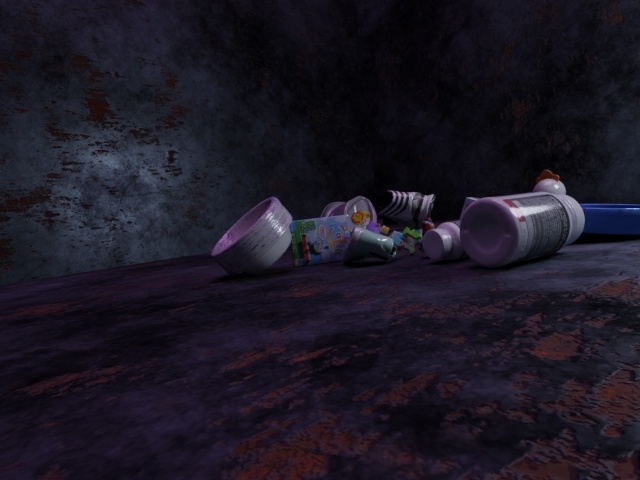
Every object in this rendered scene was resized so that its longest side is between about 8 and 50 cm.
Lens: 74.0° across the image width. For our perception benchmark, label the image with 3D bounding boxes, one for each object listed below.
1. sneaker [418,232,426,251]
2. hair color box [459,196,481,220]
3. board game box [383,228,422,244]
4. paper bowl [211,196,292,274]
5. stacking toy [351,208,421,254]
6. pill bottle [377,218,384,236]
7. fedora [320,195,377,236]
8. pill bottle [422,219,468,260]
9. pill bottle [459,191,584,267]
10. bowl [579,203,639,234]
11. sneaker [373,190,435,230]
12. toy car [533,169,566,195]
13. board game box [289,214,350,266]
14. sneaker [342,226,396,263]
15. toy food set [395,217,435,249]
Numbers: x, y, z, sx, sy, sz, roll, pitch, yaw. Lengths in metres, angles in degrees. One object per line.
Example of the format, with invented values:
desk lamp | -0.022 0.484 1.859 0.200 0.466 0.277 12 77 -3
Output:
sneaker | 0.395 0.017 1.337 0.098 0.083 0.223 24 22 31
hair color box | 0.574 -0.069 1.409 0.185 0.114 0.374 18 13 20
board game box | 0.374 -0.014 1.853 0.193 0.060 0.194 -7 3 16
paper bowl | -0.210 0.001 1.398 0.284 0.148 0.284 -35 20 14
stacking toy | 0.206 -0.016 1.355 0.221 0.052 0.167 22 -13 14
pill bottle | 0.185 -0.030 1.964 0.221 0.125 0.124 -5 4 15
fedora | 0.131 -0.076 1.610 0.124 0.243 0.276 -57 4 48
pill bottle | 0.376 -0.001 1.171 0.180 0.108 0.108 -8 3 -28
pill bottle | 0.489 -0.033 1.020 0.282 0.162 0.161 -8 3 -29
bowl | 0.858 -0.071 1.321 0.390 0.077 0.391 0 6 0
sneaker | 0.380 -0.146 1.986 0.257 0.169 0.447 17 -9 11
toy car | 0.876 -0.153 1.660 0.219 0.238 0.210 -8 3 -22
board game box | 0.000 0.000 1.486 0.211 0.160 0.039 -7 4 -6
sneaker | 0.156 0.037 1.351 0.150 0.094 0.256 18 -12 1
toy food set | 0.378 -0.028 1.677 0.232 0.105 0.111 -8 4 -29
